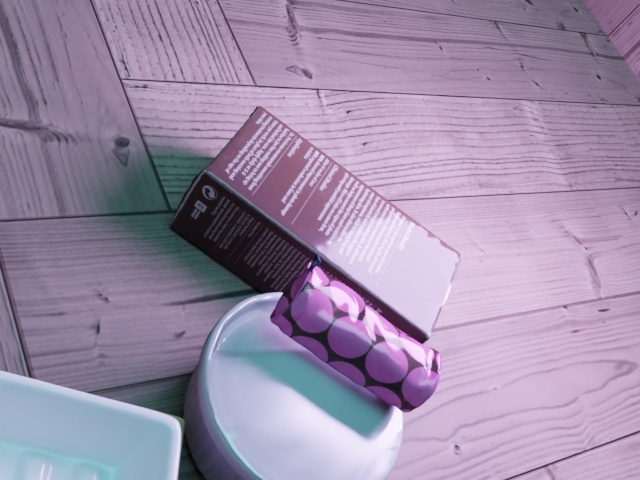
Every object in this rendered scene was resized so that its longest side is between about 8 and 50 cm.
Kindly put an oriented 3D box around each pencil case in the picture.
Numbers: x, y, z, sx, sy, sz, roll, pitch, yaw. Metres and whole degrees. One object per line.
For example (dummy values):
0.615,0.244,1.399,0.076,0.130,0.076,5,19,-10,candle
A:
0.048,0.114,1.020,0.209,0.095,0.098,38,27,-6,pencil case

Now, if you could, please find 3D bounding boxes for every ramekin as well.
-0.042,0.209,1.036,0.273,0.127,0.273,19,48,-22,ramekin

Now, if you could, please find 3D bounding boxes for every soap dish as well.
-0.290,0.254,0.833,0.290,0.118,0.229,19,47,-21,soap dish

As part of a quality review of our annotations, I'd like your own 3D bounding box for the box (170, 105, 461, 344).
0.000,0.000,1.226,0.381,0.143,0.191,36,43,-3,box
